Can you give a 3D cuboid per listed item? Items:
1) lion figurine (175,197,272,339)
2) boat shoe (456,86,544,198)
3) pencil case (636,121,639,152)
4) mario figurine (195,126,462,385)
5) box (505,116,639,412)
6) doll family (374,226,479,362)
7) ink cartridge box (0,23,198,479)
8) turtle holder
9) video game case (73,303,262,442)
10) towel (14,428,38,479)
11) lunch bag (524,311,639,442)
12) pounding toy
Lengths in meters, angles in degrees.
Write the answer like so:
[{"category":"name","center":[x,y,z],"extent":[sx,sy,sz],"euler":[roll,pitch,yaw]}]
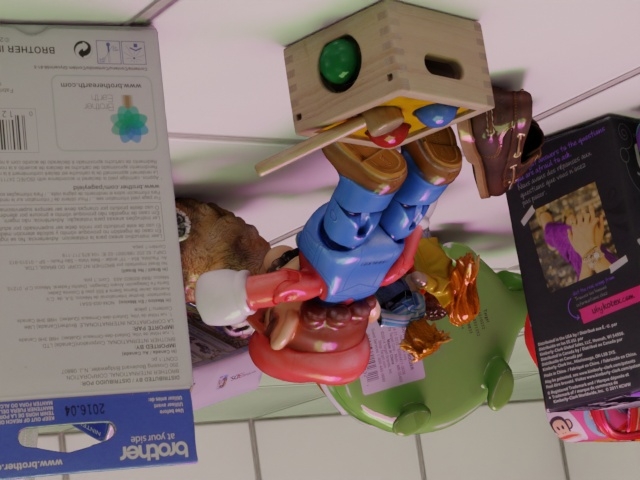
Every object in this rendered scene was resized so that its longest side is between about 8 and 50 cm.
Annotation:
[{"category":"lion figurine","center":[-0.236,0.017,1.546],"extent":[0.392,0.142,0.240],"euler":[7,-177,-3]},{"category":"boat shoe","center":[0.169,-0.087,1.416],"extent":[0.073,0.073,0.207],"euler":[-8,168,9]},{"category":"pencil case","center":[0.373,-0.113,1.456],"extent":[0.070,0.064,0.152],"euler":[22,152,-35]},{"category":"mario figurine","center":[0.000,0.000,1.460],"extent":[0.198,0.170,0.320],"euler":[19,130,-11]},{"category":"box","center":[0.303,0.029,1.567],"extent":[0.143,0.270,0.165],"euler":[-19,164,41]},{"category":"doll family","center":[0.086,0.044,1.646],"extent":[0.118,0.163,0.263],"euler":[-35,173,39]},{"category":"ink cartridge box","center":[-0.189,0.007,1.047],"extent":[0.186,0.311,0.065],"euler":[-2,165,-25]},{"category":"turtle holder","center":[0.123,0.099,1.973],"extent":[0.320,0.243,0.227],"euler":[-45,-164,-17]},{"category":"video game case","center":[-0.233,0.104,1.606],"extent":[0.269,0.061,0.244],"euler":[25,-158,30]},{"category":"towel","center":[-0.478,0.172,1.802],"extent":[0.325,0.247,0.038],"euler":[3,-178,-37]},{"category":"lunch bag","center":[0.353,0.101,1.893],"extent":[0.258,0.293,0.120],"euler":[0,170,-36]},{"category":"pounding toy","center":[0.036,-0.108,1.170],"extent":[0.130,0.100,0.141],"euler":[-20,163,42]}]
